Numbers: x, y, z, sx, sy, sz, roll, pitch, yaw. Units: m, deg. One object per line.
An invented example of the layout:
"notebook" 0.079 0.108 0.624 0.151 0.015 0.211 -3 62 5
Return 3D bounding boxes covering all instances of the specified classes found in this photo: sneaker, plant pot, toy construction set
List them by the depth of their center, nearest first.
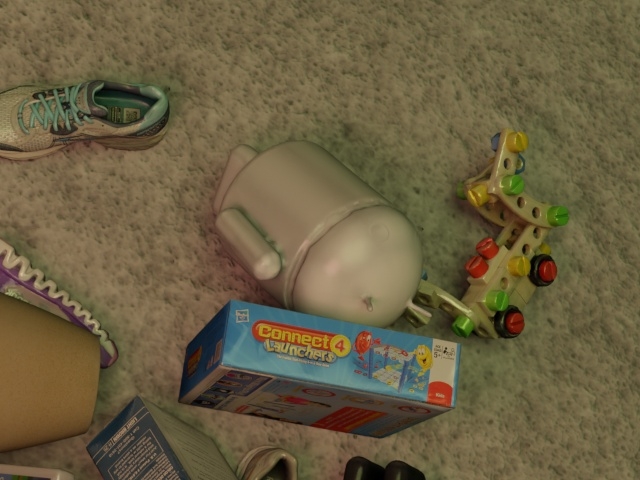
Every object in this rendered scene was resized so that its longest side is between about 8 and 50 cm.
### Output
"plant pot" -0.421 0.167 1.767 0.274 0.256 0.256 9 74 -16
"sneaker" -0.086 0.397 1.882 0.099 0.121 0.262 12 74 -12
"sneaker" -0.379 0.104 1.896 0.236 0.095 0.104 39 77 2
"sneaker" -0.344 -0.184 1.953 0.283 0.122 0.110 -7 78 -17
"toy construction set" 0.231 0.017 2.048 0.327 0.151 0.215 -46 116 -13

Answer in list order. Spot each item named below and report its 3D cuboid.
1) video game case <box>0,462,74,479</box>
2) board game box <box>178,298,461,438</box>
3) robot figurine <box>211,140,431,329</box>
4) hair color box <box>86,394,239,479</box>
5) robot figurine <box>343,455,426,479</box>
"video game case" -0.448 0.431 1.711 0.036 0.300 0.329 32 63 -51
"board game box" -0.010 0.176 1.859 0.302 0.308 0.086 11 73 -13
"robot figurine" 0.000 0.000 1.904 0.300 0.199 0.353 -6 36 -41
"hair color box" -0.142 0.363 1.748 0.105 0.174 0.347 -45 48 4
"robot figurine" 0.068 0.433 1.886 0.174 0.209 0.278 17 73 -24
